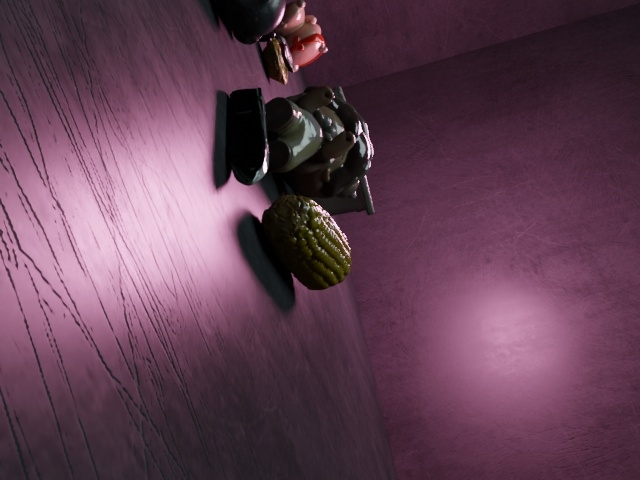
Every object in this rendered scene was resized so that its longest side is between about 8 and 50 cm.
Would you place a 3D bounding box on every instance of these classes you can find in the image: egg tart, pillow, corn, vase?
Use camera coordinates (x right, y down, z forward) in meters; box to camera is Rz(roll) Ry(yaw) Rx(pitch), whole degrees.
[{"bbox_3d":[-0.120,-0.469,1.640,0.130,0.052,0.130,-14,90,-87],"label":"egg tart"},{"bbox_3d":[-0.123,-0.588,1.942,0.136,0.055,0.091,72,3,-49],"label":"pillow"},{"bbox_3d":[-0.018,0.009,1.036,0.322,0.119,0.119,48,27,-69],"label":"corn"},{"bbox_3d":[-0.126,-0.406,1.109,0.183,0.120,0.120,161,-85,-81],"label":"vase"}]

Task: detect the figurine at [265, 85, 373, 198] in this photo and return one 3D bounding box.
[{"bbox_3d":[-0.021,-0.191,1.228,0.248,0.203,0.380,69,16,2],"label":"figurine"}]

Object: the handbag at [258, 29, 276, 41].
[{"bbox_3d":[-0.164,-0.614,1.397,0.275,0.088,0.244,75,6,-48],"label":"handbag"}]

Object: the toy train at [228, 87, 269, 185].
[{"bbox_3d":[-0.101,-0.138,0.883,0.252,0.055,0.048,-98,-179,-50],"label":"toy train"}]

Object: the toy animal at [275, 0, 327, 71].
[{"bbox_3d":[-0.075,-0.661,2.015,0.198,0.171,0.171,58,13,-28],"label":"toy animal"}]

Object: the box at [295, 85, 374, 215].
[{"bbox_3d":[0.010,-0.200,1.551,0.175,0.182,0.312,-99,173,-53],"label":"box"}]
